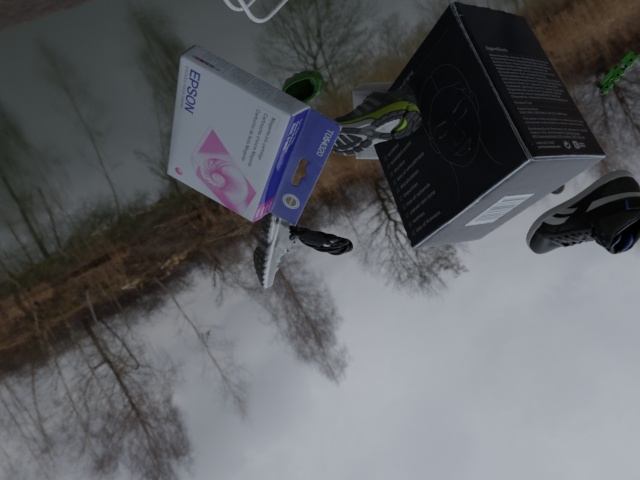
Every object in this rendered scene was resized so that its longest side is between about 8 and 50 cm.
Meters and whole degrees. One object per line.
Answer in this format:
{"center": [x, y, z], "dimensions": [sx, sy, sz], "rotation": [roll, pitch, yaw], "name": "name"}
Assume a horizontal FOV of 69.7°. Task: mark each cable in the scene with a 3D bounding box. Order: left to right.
{"center": [0.000, 0.000, 1.276], "dimensions": [0.184, 0.047, 0.150], "rotation": [13, -173, -8], "name": "cable"}

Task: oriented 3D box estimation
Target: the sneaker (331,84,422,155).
{"center": [0.118, -0.311, 1.192], "dimensions": [0.299, 0.111, 0.121], "rotation": [-9, -126, 27], "name": "sneaker"}

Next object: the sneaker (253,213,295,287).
{"center": [-0.127, 0.025, 1.384], "dimensions": [0.115, 0.282, 0.105], "rotation": [-1, -147, -28], "name": "sneaker"}

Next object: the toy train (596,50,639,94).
{"center": [0.538, -0.305, 0.836], "dimensions": [0.017, 0.023, 0.083], "rotation": [-23, 153, -56], "name": "toy train"}

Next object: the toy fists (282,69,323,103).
{"center": [-0.114, -0.420, 1.381], "dimensions": [0.279, 0.096, 0.142], "rotation": [-27, -152, 18], "name": "toy fists"}

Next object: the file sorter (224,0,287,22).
{"center": [-0.151, -0.485, 0.690], "dimensions": [0.173, 0.277, 0.193], "rotation": [-48, 151, -1], "name": "file sorter"}

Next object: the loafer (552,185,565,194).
{"center": [0.656, -0.197, 1.348], "dimensions": [0.056, 0.148, 0.050], "rotation": [-47, 172, 34], "name": "loafer"}

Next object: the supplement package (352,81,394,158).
{"center": [0.196, -0.428, 1.642], "dimensions": [0.138, 0.244, 0.134], "rotation": [3, -151, 17], "name": "supplement package"}

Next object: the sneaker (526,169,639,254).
{"center": [0.456, -0.012, 0.796], "dimensions": [0.217, 0.079, 0.121], "rotation": [127, -30, -45], "name": "sneaker"}

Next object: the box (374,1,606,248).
{"center": [0.415, -0.295, 1.308], "dimensions": [0.297, 0.472, 0.480], "rotation": [-7, 158, -28], "name": "box"}

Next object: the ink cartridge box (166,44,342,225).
{"center": [-0.162, -0.190, 0.987], "dimensions": [0.071, 0.330, 0.324], "rotation": [-60, 179, -43], "name": "ink cartridge box"}
